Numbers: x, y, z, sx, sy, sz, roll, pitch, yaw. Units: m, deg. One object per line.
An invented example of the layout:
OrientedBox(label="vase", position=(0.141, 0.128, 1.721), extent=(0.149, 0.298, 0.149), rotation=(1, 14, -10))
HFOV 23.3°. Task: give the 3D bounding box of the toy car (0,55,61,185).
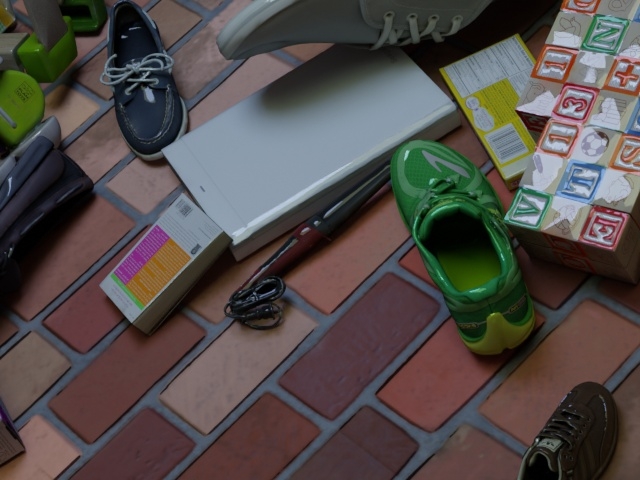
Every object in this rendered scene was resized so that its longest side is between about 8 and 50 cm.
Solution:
OrientedBox(label="toy car", position=(-0.430, -0.138, 1.954), extent=(0.182, 0.159, 0.136), rotation=(-47, 15, -20))

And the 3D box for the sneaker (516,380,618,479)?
OrientedBox(label="sneaker", position=(0.228, 0.201, 1.453), extent=(0.066, 0.071, 0.188), rotation=(11, 57, 28))

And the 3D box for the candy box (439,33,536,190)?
OrientedBox(label="candy box", position=(0.221, -0.150, 1.780), extent=(0.105, 0.027, 0.206), rotation=(-22, 48, -2))

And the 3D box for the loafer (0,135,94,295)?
OrientedBox(label="loafer", position=(-0.369, 0.012, 1.819), extent=(0.095, 0.109, 0.302), rotation=(33, 61, -9))

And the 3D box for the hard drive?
OrientedBox(label="hard drive", position=(-0.015, -0.123, 1.838), extent=(0.308, 0.040, 0.203), rotation=(-32, 48, -7))

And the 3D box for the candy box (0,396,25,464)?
OrientedBox(label="candy box", position=(-0.459, 0.222, 1.693), extent=(0.233, 0.071, 0.159), rotation=(-31, 48, -7))

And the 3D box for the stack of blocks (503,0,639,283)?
OrientedBox(label="stack of blocks", position=(0.300, -0.120, 1.638), extent=(0.171, 0.087, 0.297), rotation=(16, 73, 33))

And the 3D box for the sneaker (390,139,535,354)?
OrientedBox(label="sneaker", position=(0.148, -0.017, 1.631), extent=(0.109, 0.123, 0.295), rotation=(-24, 47, 1))

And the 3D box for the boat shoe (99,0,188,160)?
OrientedBox(label="boat shoe", position=(-0.225, -0.207, 1.959), extent=(0.095, 0.079, 0.254), rotation=(-16, 48, 7))

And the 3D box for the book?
OrientedBox(label="book", position=(-0.178, 0.024, 1.756), extent=(0.144, 0.035, 0.096), rotation=(-48, 47, -1))

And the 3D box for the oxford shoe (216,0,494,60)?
OrientedBox(label="oxford shoe", position=(0.096, -0.287, 1.825), extent=(0.449, 0.169, 0.130), rotation=(-21, 90, -13))

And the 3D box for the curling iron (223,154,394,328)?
OrientedBox(label="curling iron", position=(0.000, 0.000, 1.732), extent=(0.068, 0.035, 0.274), rotation=(34, 70, 34))

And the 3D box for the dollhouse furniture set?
OrientedBox(label="dollhouse furniture set", position=(-0.466, -0.314, 2.059), extent=(0.302, 0.151, 0.197), rotation=(1, 36, 22))
